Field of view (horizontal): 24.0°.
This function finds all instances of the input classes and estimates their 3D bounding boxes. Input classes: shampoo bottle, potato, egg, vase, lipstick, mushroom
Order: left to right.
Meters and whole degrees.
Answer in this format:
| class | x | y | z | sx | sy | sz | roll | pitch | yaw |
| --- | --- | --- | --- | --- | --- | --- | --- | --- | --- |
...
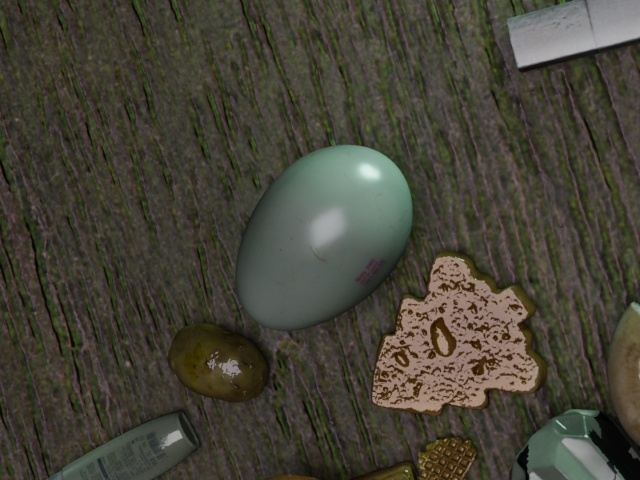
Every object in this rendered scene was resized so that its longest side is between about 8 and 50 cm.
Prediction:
| class | x | y | z | sx | sy | sz | roll | pitch | yaw |
| --- | --- | --- | --- | --- | --- | --- | --- | --- | --- |
| shampoo bottle | -0.264 | 0.296 | 1.990 | 0.212 | 0.049 | 0.072 | -27 | 91 | 12 |
| potato | -0.133 | 0.159 | 1.942 | 0.138 | 0.070 | 0.092 | 17 | 96 | 11 |
| egg | 0.000 | 0.000 | 1.846 | 0.183 | 0.183 | 0.264 | 44 | 108 | 7 |
| lipstick | 0.385 | -0.273 | 1.804 | 0.317 | 0.066 | 0.068 | -13 | 91 | 13 |
| vase | 0.383 | 0.360 | 1.752 | 0.165 | 0.165 | 0.360 | -50 | 63 | 11 |
| mushroom | 0.454 | 0.189 | 1.753 | 0.253 | 0.195 | 0.189 | 11 | 99 | 14 |

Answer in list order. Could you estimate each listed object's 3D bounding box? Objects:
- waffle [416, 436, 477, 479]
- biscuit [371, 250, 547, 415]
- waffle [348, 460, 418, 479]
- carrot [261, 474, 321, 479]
| class | x | y | z | sx | sy | sz | roll | pitch | yaw |
| --- | --- | --- | --- | --- | --- | --- | --- | --- | --- |
| waffle | 0.160 | 0.290 | 1.904 | 0.078 | 0.016 | 0.085 | -2 | 96 | -7 |
| biscuit | 0.161 | 0.135 | 1.892 | 0.238 | 0.041 | 0.212 | -35 | 92 | 12 |
| waffle | 0.008 | 0.432 | 1.918 | 0.308 | 0.091 | 0.213 | -21 | 89 | 13 |
| carrot | -0.031 | 0.420 | 1.819 | 0.159 | 0.159 | 0.225 | 13 | 107 | 11 |
